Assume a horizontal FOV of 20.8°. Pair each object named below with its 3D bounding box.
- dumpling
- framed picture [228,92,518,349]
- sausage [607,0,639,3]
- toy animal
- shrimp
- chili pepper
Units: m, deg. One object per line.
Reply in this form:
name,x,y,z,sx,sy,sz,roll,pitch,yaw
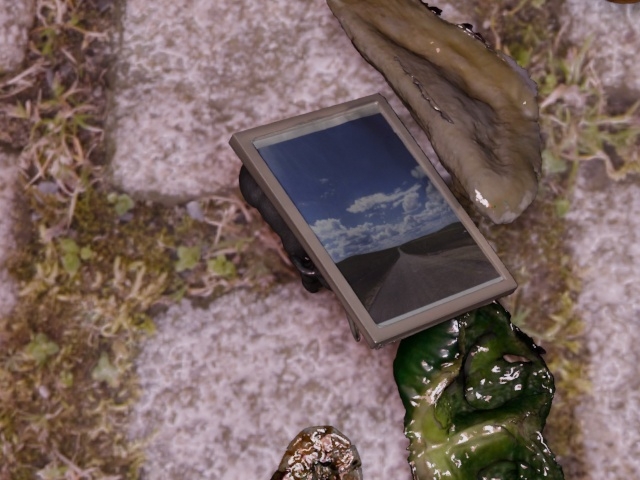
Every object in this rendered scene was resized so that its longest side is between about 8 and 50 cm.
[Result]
dumpling,0.131,-0.137,1.748,0.332,0.166,0.086,59,136,27
framed picture,0.051,-0.023,1.671,0.189,0.023,0.260,-18,63,-34
sausage,0.308,-0.352,1.735,0.136,0.120,0.241,-11,79,-7
toy animal,0.003,0.005,1.724,0.082,0.137,0.269,-33,70,0
shrimp,-0.019,0.263,1.738,0.091,0.034,0.161,35,87,12
chili pepper,0.155,0.180,1.694,0.148,0.116,0.265,-17,78,18
